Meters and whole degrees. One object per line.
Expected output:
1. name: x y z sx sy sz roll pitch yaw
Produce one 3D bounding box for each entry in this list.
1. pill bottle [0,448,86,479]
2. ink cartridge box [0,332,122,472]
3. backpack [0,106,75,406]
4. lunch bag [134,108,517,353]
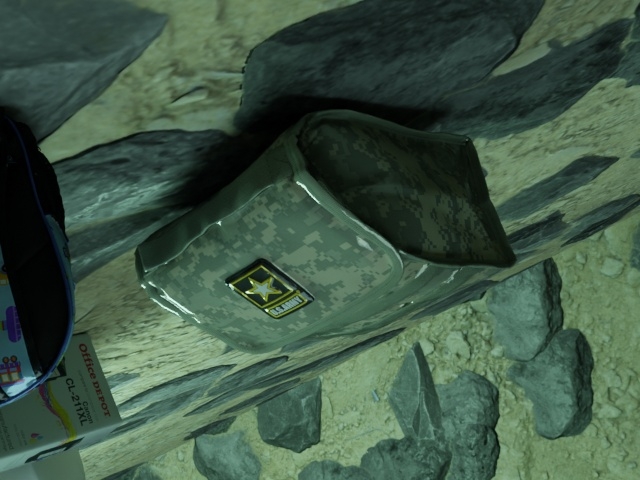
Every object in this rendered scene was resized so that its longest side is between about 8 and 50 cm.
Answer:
1. pill bottle: -0.529 0.359 1.089 0.408 0.229 0.229 -24 165 0
2. ink cartridge box: -0.342 0.191 0.990 0.175 0.127 0.072 -9 157 -47
3. backpack: -0.222 0.028 0.508 0.158 0.173 0.117 -22 165 -11
4. lunch bag: 0.000 0.000 0.782 0.287 0.169 0.235 4 153 -46
